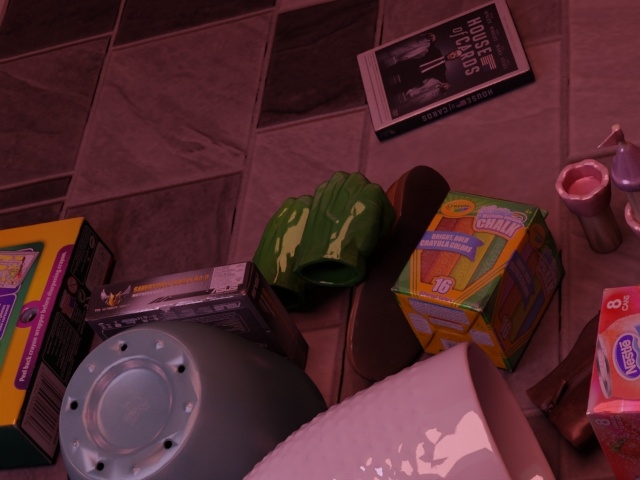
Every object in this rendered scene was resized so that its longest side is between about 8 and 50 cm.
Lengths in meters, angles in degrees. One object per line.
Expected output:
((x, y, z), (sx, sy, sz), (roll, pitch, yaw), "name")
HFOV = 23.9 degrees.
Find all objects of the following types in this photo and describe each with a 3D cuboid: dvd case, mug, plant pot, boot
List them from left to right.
((-0.163, 0.224, 1.747), (0.293, 0.235, 0.293), (-11, 62, 22), "plant pot")
((0.086, 0.054, 1.942), (0.115, 0.112, 0.305), (-28, 37, 51), "boot")
((0.087, 0.339, 1.562), (0.328, 0.276, 0.374), (-27, 73, 12), "mug")
((0.178, -0.251, 2.197), (0.238, 0.030, 0.179), (-22, 44, 11), "dvd case")
((0.362, 0.163, 1.673), (0.207, 0.090, 0.248), (-45, 33, -2), "boot")

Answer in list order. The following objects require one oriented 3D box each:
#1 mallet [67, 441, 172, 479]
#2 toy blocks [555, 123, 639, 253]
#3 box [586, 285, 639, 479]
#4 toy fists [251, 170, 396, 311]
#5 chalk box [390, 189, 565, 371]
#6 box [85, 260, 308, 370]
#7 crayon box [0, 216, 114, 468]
((-0.238, 0.283, 1.936), (0.189, 0.039, 0.062), (-12, 46, 14), "mallet")
((0.460, -0.110, 1.741), (0.288, 0.260, 0.309), (-44, 44, -14), "toy blocks")
((0.373, 0.187, 1.485), (0.142, 0.300, 0.154), (-5, 49, 26), "box")
((0.000, 0.000, 1.952), (0.279, 0.096, 0.142), (-27, 44, 58), "toy fists")
((0.206, 0.029, 1.847), (0.132, 0.132, 0.213), (10, 57, 35), "chalk box")
((-0.156, 0.117, 1.932), (0.231, 0.183, 0.056), (-10, 48, 22), "box")
((-0.488, 0.153, 2.140), (0.313, 0.106, 0.363), (-9, 47, 23), "crayon box")
